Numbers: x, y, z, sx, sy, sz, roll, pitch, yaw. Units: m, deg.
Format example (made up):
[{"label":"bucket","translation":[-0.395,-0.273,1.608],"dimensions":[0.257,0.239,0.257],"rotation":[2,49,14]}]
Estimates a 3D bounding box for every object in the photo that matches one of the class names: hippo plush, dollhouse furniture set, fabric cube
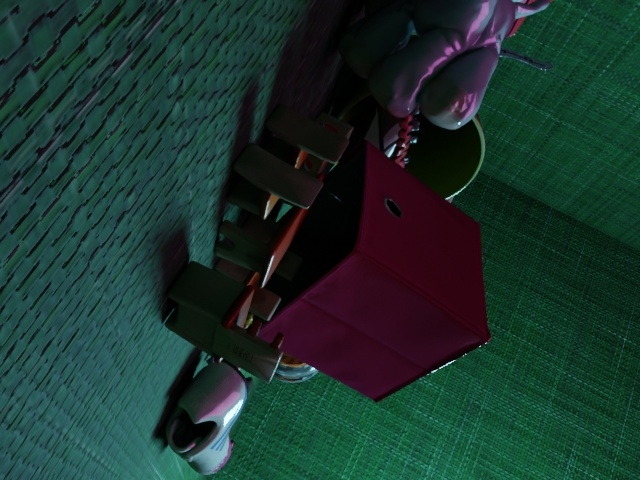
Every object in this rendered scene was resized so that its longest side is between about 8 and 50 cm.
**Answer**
[{"label":"hippo plush","translation":[0.167,-0.290,0.792],"dimensions":[0.237,0.294,0.235],"rotation":[85,9,-68]},{"label":"dollhouse furniture set","translation":[-0.058,0.022,0.770],"dimensions":[0.259,0.135,0.262],"rotation":[-60,175,-38]},{"label":"fabric cube","translation":[0.081,0.055,1.024],"dimensions":[0.259,0.258,0.254],"rotation":[-41,-154,36]}]

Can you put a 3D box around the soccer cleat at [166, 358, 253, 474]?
[{"label":"soccer cleat","translation":[-0.218,0.330,1.122],"dimensions":[0.143,0.116,0.331],"rotation":[-37,156,-43]}]

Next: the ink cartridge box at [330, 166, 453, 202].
[{"label":"ink cartridge box","translation":[0.142,-0.112,1.439],"dimensions":[0.117,0.278,0.201],"rotation":[-61,175,-26]}]

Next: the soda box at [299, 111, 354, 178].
[{"label":"soda box","translation":[-0.006,-0.134,0.978],"dimensions":[0.061,0.058,0.181],"rotation":[-65,175,30]}]

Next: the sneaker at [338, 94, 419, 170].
[{"label":"sneaker","translation":[0.090,-0.177,1.071],"dimensions":[0.276,0.135,0.098],"rotation":[93,3,-48]}]

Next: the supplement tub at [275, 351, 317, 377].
[{"label":"supplement tub","translation":[-0.069,0.253,1.667],"dimensions":[0.207,0.207,0.338],"rotation":[-62,175,-16]}]

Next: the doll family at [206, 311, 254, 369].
[{"label":"doll family","translation":[-0.138,0.168,1.195],"dimensions":[0.111,0.076,0.193],"rotation":[-59,175,20]}]

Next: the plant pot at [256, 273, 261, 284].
[{"label":"plant pot","translation":[-0.092,0.089,1.164],"dimensions":[0.081,0.083,0.081],"rotation":[-63,177,1]}]

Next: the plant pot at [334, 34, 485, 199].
[{"label":"plant pot","translation":[0.173,-0.264,1.252],"dimensions":[0.275,0.274,0.294],"rotation":[113,-9,-47]}]

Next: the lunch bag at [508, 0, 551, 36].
[{"label":"lunch bag","translation":[0.272,-0.448,1.024],"dimensions":[0.120,0.258,0.293],"rotation":[-62,176,-10]}]
